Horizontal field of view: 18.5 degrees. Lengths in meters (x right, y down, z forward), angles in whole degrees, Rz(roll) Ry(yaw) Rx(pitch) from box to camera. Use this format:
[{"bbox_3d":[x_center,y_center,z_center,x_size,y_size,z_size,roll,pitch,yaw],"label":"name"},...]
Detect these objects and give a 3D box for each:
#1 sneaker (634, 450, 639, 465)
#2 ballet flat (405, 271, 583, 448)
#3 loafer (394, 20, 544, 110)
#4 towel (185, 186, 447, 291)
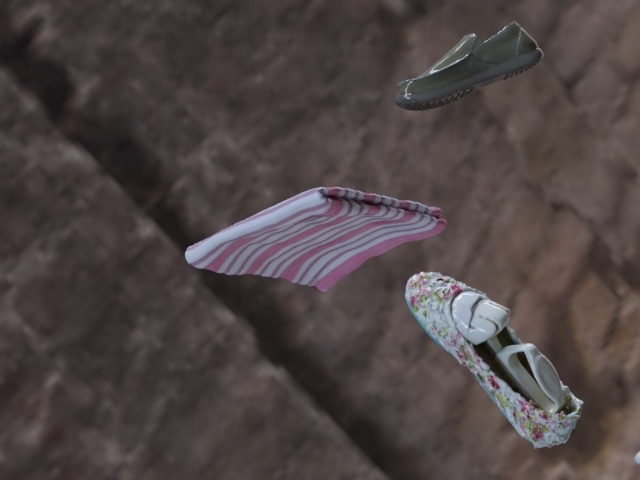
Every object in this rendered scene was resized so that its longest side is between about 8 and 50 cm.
[{"bbox_3d":[0.265,0.252,1.400,0.094,0.153,0.235,169,107,-71],"label":"sneaker"},{"bbox_3d":[0.193,0.115,2.084,0.091,0.241,0.077,-44,1,-39],"label":"ballet flat"},{"bbox_3d":[0.133,-0.162,1.826,0.148,0.050,0.056,-20,-7,-12],"label":"loafer"},{"bbox_3d":[0.000,0.000,1.641,0.144,0.029,0.197,-26,-19,30],"label":"towel"}]
